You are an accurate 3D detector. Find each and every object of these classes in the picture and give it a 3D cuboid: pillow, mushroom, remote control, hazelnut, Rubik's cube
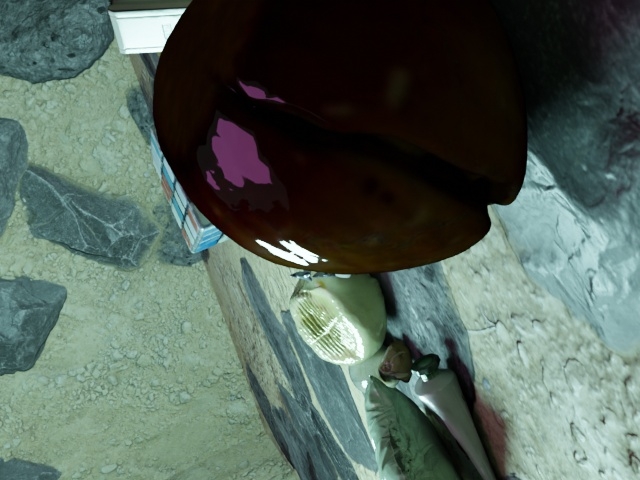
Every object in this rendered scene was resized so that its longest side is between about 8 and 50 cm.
[{"bbox_3d":[0.175,0.420,1.556,0.283,0.138,0.310,59,-175,-28],"label":"pillow"},{"bbox_3d":[0.115,0.256,1.698,0.225,0.093,0.116,168,94,-78],"label":"mushroom"},{"bbox_3d":[-0.247,-0.411,1.598,0.103,0.277,0.056,87,179,-53],"label":"remote control"},{"bbox_3d":[0.021,-0.159,0.925,0.429,0.402,0.402,15,127,66],"label":"hazelnut"},{"bbox_3d":[-0.212,-0.150,1.886,0.253,0.256,0.259,65,164,4],"label":"Rubik's cube"}]

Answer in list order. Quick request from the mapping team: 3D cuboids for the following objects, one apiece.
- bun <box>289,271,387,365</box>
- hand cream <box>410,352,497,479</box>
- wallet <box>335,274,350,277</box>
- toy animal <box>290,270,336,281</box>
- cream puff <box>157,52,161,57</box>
[{"bbox_3d":[0.041,0.126,1.668,0.229,0.145,0.229,24,135,26],"label":"bun"},{"bbox_3d":[0.247,0.347,1.468,0.336,0.076,0.121,63,168,-14],"label":"hand cream"},{"bbox_3d":[0.000,0.000,1.600,0.183,0.124,0.032,-96,26,-55],"label":"wallet"},{"bbox_3d":[-0.009,-0.022,1.404,0.255,0.239,0.176,3,-99,-70],"label":"toy animal"},{"bbox_3d":[-0.335,-0.483,2.054,0.189,0.129,0.189,54,168,17],"label":"cream puff"}]
